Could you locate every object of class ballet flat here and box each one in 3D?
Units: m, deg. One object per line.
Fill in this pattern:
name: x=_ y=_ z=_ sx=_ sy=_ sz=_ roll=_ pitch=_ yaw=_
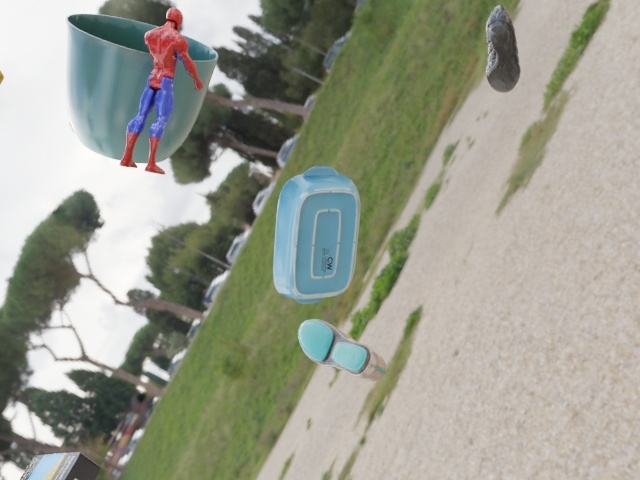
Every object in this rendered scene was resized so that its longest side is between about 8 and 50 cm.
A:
ballet flat: x=0.300 y=-0.306 z=1.133 sx=0.173 sy=0.057 sz=0.049 roll=66 pitch=-143 yaw=-57
ballet flat: x=0.055 y=0.289 z=1.780 sx=0.316 sy=0.106 sz=0.107 roll=23 pitch=85 yaw=56

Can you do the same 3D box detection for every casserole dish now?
casserole dish: x=0.000 y=0.000 z=0.892 sx=0.037 sy=0.114 sz=0.188 roll=-143 pitch=54 yaw=-58

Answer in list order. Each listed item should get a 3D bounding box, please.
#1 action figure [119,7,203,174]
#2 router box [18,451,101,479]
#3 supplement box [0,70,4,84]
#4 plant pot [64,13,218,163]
action figure: x=-0.265 y=-0.258 z=1.219 sx=0.139 sy=0.091 sz=0.280 roll=-6 pitch=-71 yaw=-72
router box: x=-0.390 y=0.378 z=0.940 sx=0.133 sy=0.046 sz=0.179 roll=-18 pitch=36 yaw=39
supplement box: x=-0.715 y=-0.250 z=1.049 sx=0.195 sy=0.194 sz=0.356 roll=-36 pitch=-5 yaw=38
plant pot: x=-0.374 y=-0.295 z=1.395 sx=0.293 sy=0.293 sz=0.235 roll=-61 pitch=-10 yaw=-66
